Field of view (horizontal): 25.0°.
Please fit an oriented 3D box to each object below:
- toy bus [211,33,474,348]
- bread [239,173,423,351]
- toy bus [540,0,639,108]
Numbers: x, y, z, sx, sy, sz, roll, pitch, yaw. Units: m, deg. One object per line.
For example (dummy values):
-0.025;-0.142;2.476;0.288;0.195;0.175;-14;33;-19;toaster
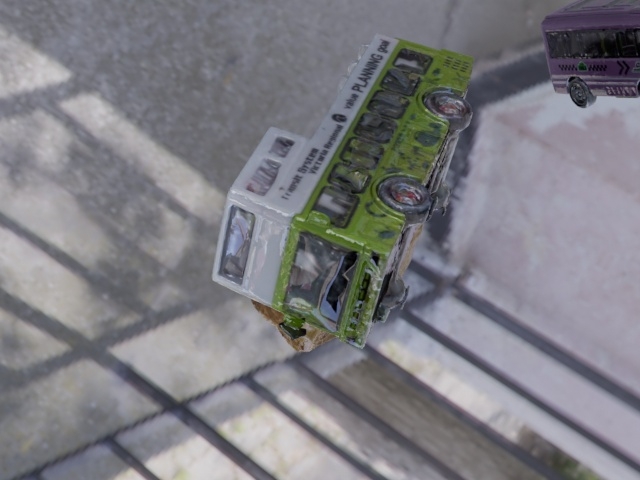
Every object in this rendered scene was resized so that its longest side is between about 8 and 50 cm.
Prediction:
0.031;-0.053;1.129;0.301;0.139;0.113;-61;169;-52;toy bus
0.000;0.000;1.418;0.158;0.149;0.143;-30;153;-42;bread
0.282;-0.177;1.305;0.087;0.178;0.098;-26;108;-24;toy bus
